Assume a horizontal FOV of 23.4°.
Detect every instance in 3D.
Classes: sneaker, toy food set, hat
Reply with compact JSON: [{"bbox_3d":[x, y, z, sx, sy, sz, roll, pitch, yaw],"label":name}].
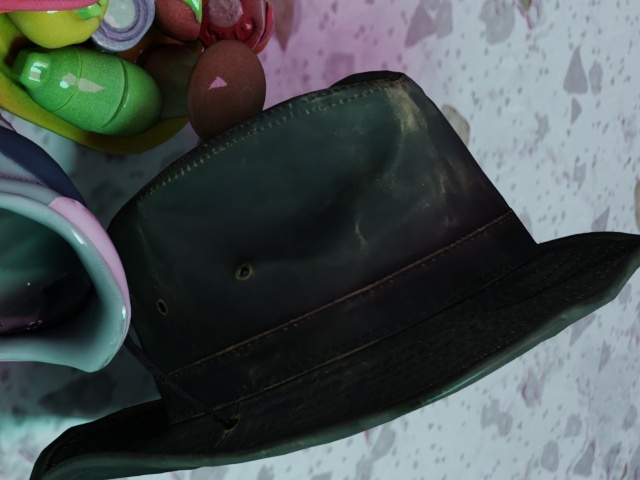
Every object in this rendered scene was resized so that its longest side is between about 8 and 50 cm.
[{"bbox_3d":[-0.198,-0.008,0.552,0.319,0.131,0.112,3,119,-50],"label":"sneaker"},{"bbox_3d":[-0.073,-0.101,0.736,0.218,0.071,0.128,22,85,-52],"label":"toy food set"},{"bbox_3d":[0.000,0.000,0.716,0.331,0.331,0.134,-22,92,-45],"label":"hat"}]

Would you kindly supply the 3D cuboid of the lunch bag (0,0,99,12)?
[{"bbox_3d":[-0.198,-0.123,0.424,0.293,0.258,0.120,-8,108,-49],"label":"lunch bag"}]
